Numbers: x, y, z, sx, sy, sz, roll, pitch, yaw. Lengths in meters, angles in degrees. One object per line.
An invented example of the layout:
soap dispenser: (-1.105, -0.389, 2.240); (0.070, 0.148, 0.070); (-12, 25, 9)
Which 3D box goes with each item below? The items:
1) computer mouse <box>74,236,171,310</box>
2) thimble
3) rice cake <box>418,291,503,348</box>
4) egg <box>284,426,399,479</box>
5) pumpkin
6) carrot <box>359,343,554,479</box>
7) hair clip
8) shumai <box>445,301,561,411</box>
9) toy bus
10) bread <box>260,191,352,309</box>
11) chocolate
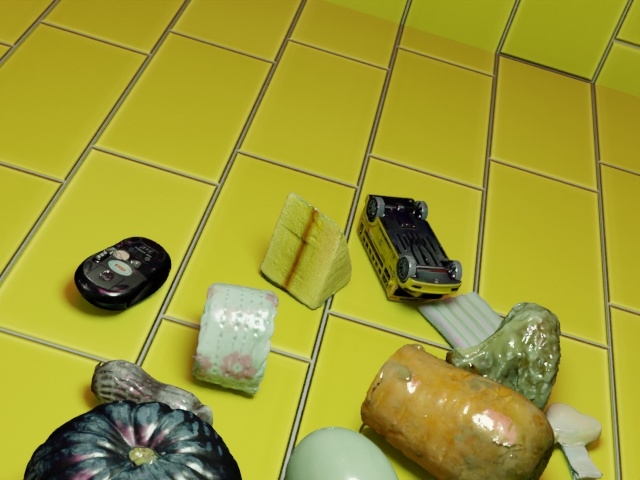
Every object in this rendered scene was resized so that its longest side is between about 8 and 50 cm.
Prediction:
computer mouse: (-0.412, 0.078, 2.200); (0.137, 0.096, 0.233); (37, 38, 16)
thimble: (-0.168, 0.192, 2.093); (0.149, 0.185, 0.211); (12, 72, -4)
rice cake: (0.345, 0.200, 2.385); (0.189, 0.037, 0.198); (-7, 44, -29)
egg: (0.041, 0.449, 1.825); (0.203, 0.203, 0.282); (-4, 45, -25)
pumpkin: (-0.300, 0.420, 1.682); (0.363, 0.266, 0.363); (7, 37, -5)
carrot: (0.267, 0.355, 2.023); (0.341, 0.224, 0.224); (29, 39, 24)
hair clip: (0.508, 0.415, 2.166); (0.159, 0.071, 0.218); (5, 35, -12)
shumai: (0.381, 0.228, 2.214); (0.222, 0.225, 0.260); (19, 53, 1)
toy bus: (0.200, 0.032, 2.448); (0.145, 0.151, 0.331); (5, 37, -24)
bread: (0.000, -0.002, 2.324); (0.168, 0.264, 0.163); (38, 43, 16)
chocolate: (-0.314, 0.302, 1.956); (0.248, 0.110, 0.110); (26, 38, 16)
